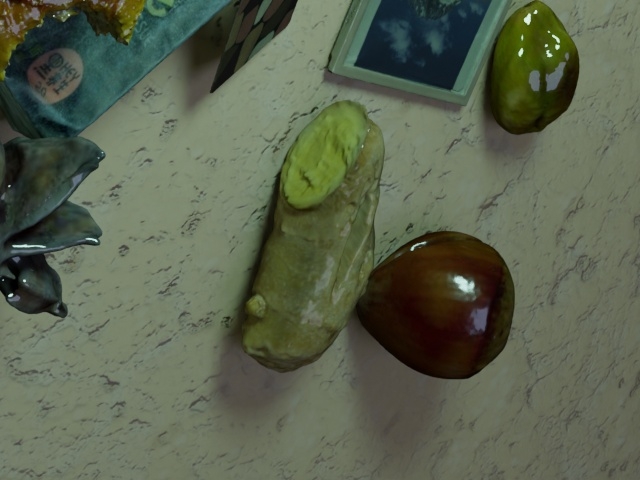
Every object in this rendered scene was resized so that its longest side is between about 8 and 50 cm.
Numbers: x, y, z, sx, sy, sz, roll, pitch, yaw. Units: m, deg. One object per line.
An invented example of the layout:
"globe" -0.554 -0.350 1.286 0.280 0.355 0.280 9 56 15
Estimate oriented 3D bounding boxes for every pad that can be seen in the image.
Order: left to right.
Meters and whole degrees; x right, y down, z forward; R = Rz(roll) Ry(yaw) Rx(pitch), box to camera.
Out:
"pad" -0.047 -0.268 1.803 0.158 0.003 0.235 -47 168 -39

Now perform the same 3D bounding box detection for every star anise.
"star anise" -0.357 -0.035 1.622 0.316 0.139 0.359 -34 137 6

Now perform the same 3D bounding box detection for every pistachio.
"pistachio" 0.273 -0.214 2.219 0.110 0.100 0.189 -23 132 -42

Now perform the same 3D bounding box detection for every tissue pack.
"tissue pack" -0.212 -0.265 1.652 0.315 0.103 0.228 -44 143 -15

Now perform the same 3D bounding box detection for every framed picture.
"framed picture" 0.133 -0.277 2.090 0.281 0.019 0.209 5 112 -49

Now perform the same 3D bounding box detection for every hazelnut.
"hazelnut" 0.147 0.081 2.236 0.208 0.208 0.208 -27 133 -33

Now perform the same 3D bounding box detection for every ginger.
"ginger" 0.000 0.000 2.049 0.189 0.126 0.354 -8 122 -38

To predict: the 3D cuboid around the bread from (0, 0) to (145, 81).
"bread" -0.323 -0.252 1.441 0.380 0.109 0.185 26 86 -31
